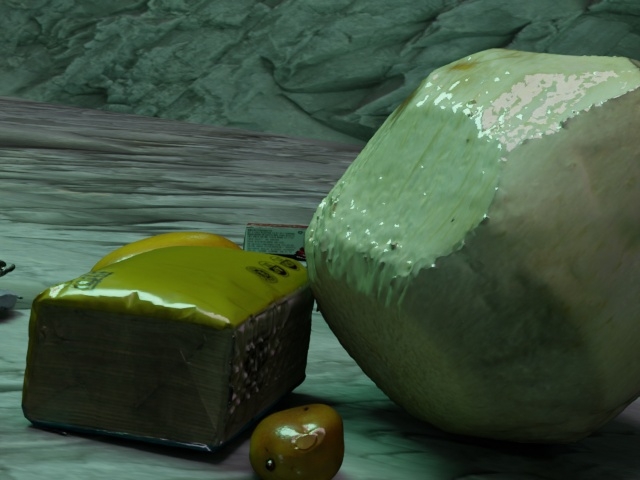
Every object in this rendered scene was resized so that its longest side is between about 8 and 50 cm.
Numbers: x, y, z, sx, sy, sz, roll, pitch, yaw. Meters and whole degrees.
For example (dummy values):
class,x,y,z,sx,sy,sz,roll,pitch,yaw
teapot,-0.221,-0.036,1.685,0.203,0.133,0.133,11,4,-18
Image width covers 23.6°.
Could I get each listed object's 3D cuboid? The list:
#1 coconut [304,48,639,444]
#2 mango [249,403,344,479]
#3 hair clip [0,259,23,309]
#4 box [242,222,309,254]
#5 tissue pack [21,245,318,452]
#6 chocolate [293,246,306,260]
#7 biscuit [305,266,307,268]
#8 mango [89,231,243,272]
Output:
class,x,y,z,sx,sy,sz,roll,pitch,yaw
coconut,0.202,-0.016,1.429,0.415,0.345,0.415,-12,42,11
mango,-0.017,0.165,1.234,0.080,0.060,0.114,-7,9,11
hair clip,-0.390,0.053,1.592,0.106,0.084,0.292,4,4,10
box,0.000,0.000,2.189,0.218,0.039,0.055,2,9,3
tissue pack,-0.127,0.087,1.388,0.192,0.134,0.271,8,10,13
chocolate,0.058,0.028,2.091,0.182,0.028,0.086,6,8,10
biscuit,0.118,0.048,2.134,0.232,0.013,0.237,11,12,23
mango,-0.160,0.048,1.621,0.145,0.112,0.219,-15,-8,36
